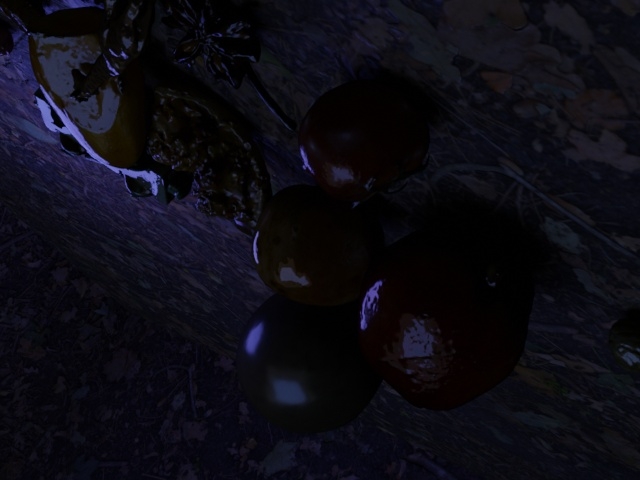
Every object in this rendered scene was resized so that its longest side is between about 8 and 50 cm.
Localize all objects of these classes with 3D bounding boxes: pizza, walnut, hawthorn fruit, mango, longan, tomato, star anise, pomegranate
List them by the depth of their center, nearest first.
[{"bbox_3d":[0.053,-0.127,1.148,0.167,0.167,0.167,29,162,10],"label":"tomato"},{"bbox_3d":[-0.132,-0.251,1.219,0.177,0.073,0.234,16,139,41],"label":"star anise"},{"bbox_3d":[0.454,0.149,1.308,0.092,0.092,0.092,29,162,10],"label":"walnut"},{"bbox_3d":[0.189,0.093,1.338,0.265,0.265,0.307,31,149,3],"label":"hawthorn fruit"},{"bbox_3d":[-0.352,-0.233,1.447,0.187,0.138,0.257,14,132,23],"label":"mango"},{"bbox_3d":[0.000,0.000,1.486,0.215,0.215,0.215,29,162,10],"label":"pomegranate"},{"bbox_3d":[-0.180,-0.130,1.499,0.305,0.161,0.085,51,-168,-26],"label":"pizza"},{"bbox_3d":[-0.013,0.248,1.990,0.361,0.361,0.361,29,162,10],"label":"longan"}]

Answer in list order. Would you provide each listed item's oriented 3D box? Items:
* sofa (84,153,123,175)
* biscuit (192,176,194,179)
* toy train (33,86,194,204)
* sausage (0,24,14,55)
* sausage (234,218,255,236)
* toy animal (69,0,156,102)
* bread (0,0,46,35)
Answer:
[{"bbox_3d":[-0.437,-0.186,1.862,0.147,0.060,0.085,27,164,26],"label":"sofa"},{"bbox_3d":[-0.353,-0.189,1.854,0.231,0.025,0.131,33,163,-2],"label":"biscuit"},{"bbox_3d":[-0.348,-0.192,1.625,0.326,0.159,0.129,33,160,11],"label":"toy train"},{"bbox_3d":[-0.645,-0.391,1.743,0.154,0.062,0.062,22,160,31],"label":"sausage"},{"bbox_3d":[-0.046,-0.010,1.731,0.371,0.082,0.082,20,158,36],"label":"sausage"},{"bbox_3d":[-0.284,-0.278,1.249,0.149,0.054,0.275,46,135,25],"label":"toy animal"},{"bbox_3d":[-0.491,-0.384,1.520,0.085,0.053,0.085,41,170,9],"label":"bread"}]
